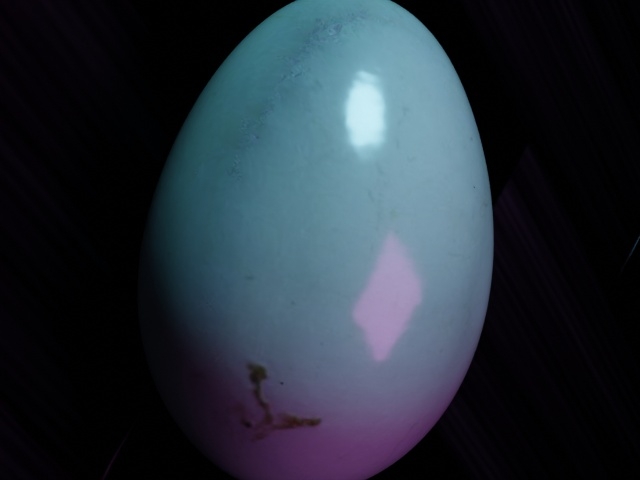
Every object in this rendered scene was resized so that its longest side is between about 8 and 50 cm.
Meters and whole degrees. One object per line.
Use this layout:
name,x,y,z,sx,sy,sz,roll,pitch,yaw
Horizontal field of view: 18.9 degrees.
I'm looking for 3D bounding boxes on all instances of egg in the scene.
egg,0.000,0.000,1.000,0.183,0.182,0.264,15,84,-55
